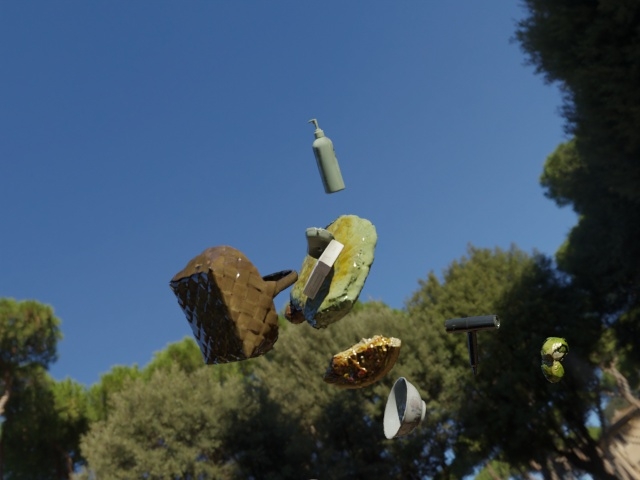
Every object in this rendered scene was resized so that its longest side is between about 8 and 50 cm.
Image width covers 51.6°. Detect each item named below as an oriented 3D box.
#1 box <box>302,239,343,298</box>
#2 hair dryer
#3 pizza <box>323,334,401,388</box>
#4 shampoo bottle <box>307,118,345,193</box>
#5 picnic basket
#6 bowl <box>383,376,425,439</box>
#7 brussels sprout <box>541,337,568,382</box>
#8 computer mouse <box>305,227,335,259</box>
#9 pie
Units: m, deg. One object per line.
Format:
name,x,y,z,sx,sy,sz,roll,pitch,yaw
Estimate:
box,0.006,0.075,1.701,0.084,0.040,0.154,-53,-6,-41
hair dryer,0.500,0.334,2.095,0.173,0.195,0.050,-13,9,39
pizza,0.108,0.329,1.749,0.246,0.127,0.058,-19,5,20
shampoo bottle,0.012,-0.219,1.712,0.056,0.056,0.195,-21,-80,-22
picnic basket,-0.212,0.158,1.873,0.337,0.338,0.293,4,-15,-43
bowl,0.264,0.515,2.001,0.085,0.189,0.189,16,-53,-7
brussels sprout,0.430,0.220,1.218,0.050,0.084,0.046,12,-12,-27
computer mouse,0.000,0.000,1.940,0.089,0.056,0.182,6,-25,8
pie,0.053,0.109,2.126,0.180,0.418,0.395,27,-108,-15
